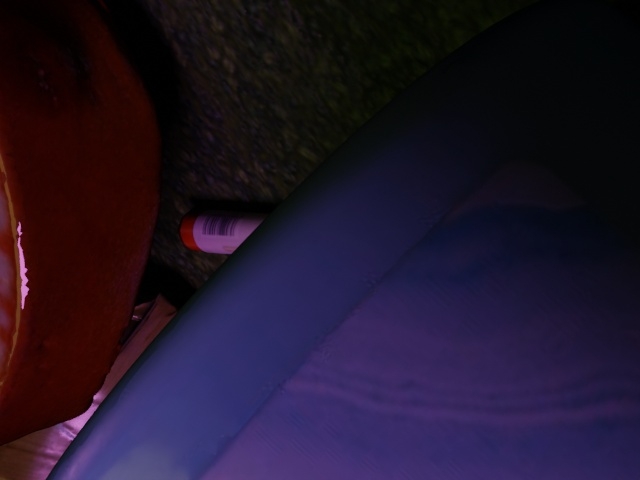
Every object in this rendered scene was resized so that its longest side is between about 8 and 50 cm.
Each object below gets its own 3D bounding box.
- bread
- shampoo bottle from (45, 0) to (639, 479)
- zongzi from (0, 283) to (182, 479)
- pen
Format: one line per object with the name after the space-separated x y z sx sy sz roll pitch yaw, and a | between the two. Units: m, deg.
-0.218 -0.031 0.931 0.295 0.114 0.327 51 132 22 | bread
0.112 0.138 0.581 0.342 0.331 0.331 43 151 11 | shampoo bottle
-0.213 0.112 1.086 0.228 0.256 0.115 32 -179 30 | zongzi
0.000 0.000 0.870 0.239 0.028 0.028 5 131 51 | pen
